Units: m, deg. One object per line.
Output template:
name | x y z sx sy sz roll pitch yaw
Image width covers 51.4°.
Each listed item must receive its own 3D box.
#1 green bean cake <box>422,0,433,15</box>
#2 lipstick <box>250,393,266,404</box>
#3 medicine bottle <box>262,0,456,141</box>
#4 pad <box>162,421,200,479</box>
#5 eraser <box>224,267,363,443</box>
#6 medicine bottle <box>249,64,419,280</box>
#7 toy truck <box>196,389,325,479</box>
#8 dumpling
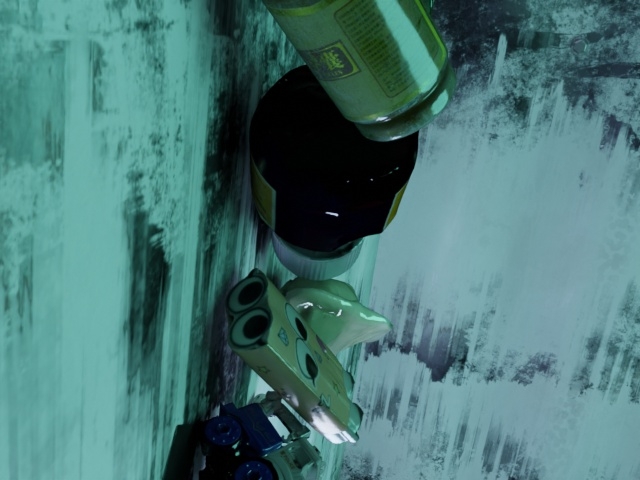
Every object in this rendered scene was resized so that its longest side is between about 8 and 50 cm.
green bean cake | 0.205 -0.630 1.646 0.300 0.169 0.308 -60 160 -59
lipstick | -0.129 0.340 1.258 0.141 0.040 0.040 -53 152 -67
medicine bottle | 0.026 -0.271 0.751 0.322 0.151 0.151 49 45 -36
pad | -0.211 0.359 0.955 0.116 0.004 0.193 61 40 -74
eraser | -0.038 0.193 1.063 0.290 0.087 0.171 54 15 -37
medicine bottle | 0.001 -0.075 1.043 0.395 0.242 0.243 109 -2 -62
toy truck | -0.088 0.350 1.029 0.177 0.213 0.161 -17 134 -31
dumpling | 0.015 0.167 1.273 0.318 0.242 0.187 111 -7 -79
